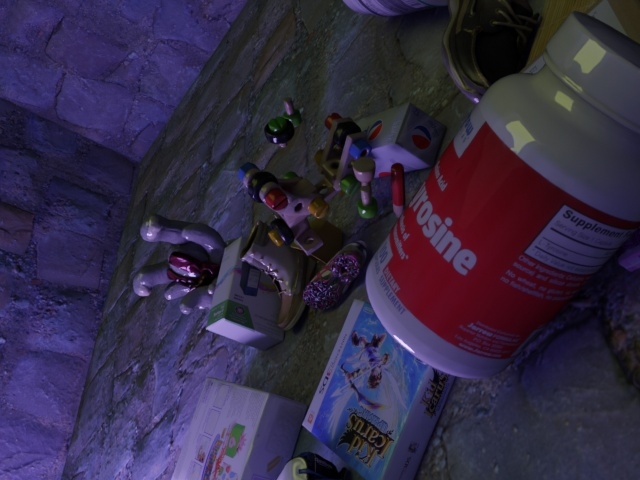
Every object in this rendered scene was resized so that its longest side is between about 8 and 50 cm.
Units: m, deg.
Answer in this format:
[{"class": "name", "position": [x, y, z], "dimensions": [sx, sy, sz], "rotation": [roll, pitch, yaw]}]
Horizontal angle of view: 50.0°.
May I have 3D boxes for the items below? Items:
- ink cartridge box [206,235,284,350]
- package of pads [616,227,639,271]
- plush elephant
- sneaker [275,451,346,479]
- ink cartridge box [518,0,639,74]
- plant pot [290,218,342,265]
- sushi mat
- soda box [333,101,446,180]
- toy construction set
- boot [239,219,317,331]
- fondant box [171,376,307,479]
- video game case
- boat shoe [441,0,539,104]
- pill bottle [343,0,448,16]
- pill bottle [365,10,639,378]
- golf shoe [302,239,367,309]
[{"class": "ink cartridge box", "position": [-0.154, 0.120, 1.561], "dimensions": [0.093, 0.154, 0.212], "rotation": [-34, 39, 47]}, {"class": "package of pads", "position": [0.384, -0.004, 0.796], "dimensions": [0.083, 0.032, 0.050], "rotation": [-39, 33, 43]}, {"class": "plush elephant", "position": [-0.296, 0.103, 1.765], "dimensions": [0.255, 0.330, 0.272], "rotation": [58, 136, 35]}, {"class": "sneaker", "position": [-0.016, 0.431, 1.054], "dimensions": [0.315, 0.127, 0.182], "rotation": [3, 72, 64]}, {"class": "ink cartridge box", "position": [0.370, -0.205, 0.938], "dimensions": [0.234, 0.088, 0.193], "rotation": [-44, 32, 36]}, {"class": "plant pot", "position": [0.000, 0.000, 1.469], "dimensions": [0.083, 0.081, 0.081], "rotation": [-62, 25, -8]}, {"class": "sushi mat", "position": [0.424, -0.416, 1.100], "dimensions": [0.151, 0.019, 0.317], "rotation": [-6, 62, 62]}, {"class": "soda box", "position": [0.119, -0.190, 1.386], "dimensions": [0.286, 0.098, 0.091], "rotation": [-3, 63, 61]}, {"class": "toy construction set", "position": [0.018, -0.083, 1.326], "dimensions": [0.308, 0.237, 0.257], "rotation": [19, 56, 24]}, {"class": "boot", "position": [-0.101, 0.075, 1.486], "dimensions": [0.077, 0.165, 0.213], "rotation": [-27, 43, 53]}, {"class": "fondant box", "position": [-0.175, 0.419, 1.405], "dimensions": [0.330, 0.096, 0.238], "rotation": [-10, 59, 61]}, {"class": "video game case", "position": [0.092, 0.237, 1.100], "dimensions": [0.269, 0.061, 0.244], "rotation": [14, 80, 64]}, {"class": "boat shoe", "position": [0.293, -0.369, 1.175], "dimensions": [0.130, 0.132, 0.355], "rotation": [-41, 35, 45]}, {"class": "pill bottle", "position": [0.181, -0.607, 1.519], "dimensions": [0.204, 0.204, 0.361], "rotation": [-64, 26, 1]}, {"class": "pill bottle", "position": [0.242, -0.044, 0.816], "dimensions": [0.408, 0.229, 0.229], "rotation": [-59, 25, 31]}, {"class": "golf shoe", "position": [0.034, 0.072, 1.369], "dimensions": [0.186, 0.067, 0.086], "rotation": [-46, 2, 37]}]
